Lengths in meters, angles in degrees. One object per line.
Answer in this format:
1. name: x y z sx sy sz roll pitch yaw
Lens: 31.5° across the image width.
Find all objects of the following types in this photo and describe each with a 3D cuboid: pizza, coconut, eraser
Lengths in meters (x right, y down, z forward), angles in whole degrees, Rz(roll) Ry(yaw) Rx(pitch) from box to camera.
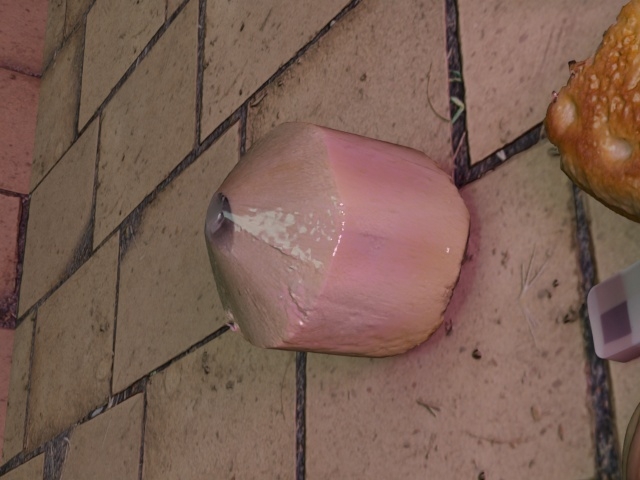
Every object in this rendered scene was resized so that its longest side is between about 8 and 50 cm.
1. pizza: 0.289 -0.116 0.816 0.335 0.086 0.226 -2 81 61
2. coconut: 0.000 0.000 1.137 0.239 0.244 0.239 -34 50 54
3. eraser: 0.254 0.050 0.880 0.105 0.026 0.065 -41 42 49

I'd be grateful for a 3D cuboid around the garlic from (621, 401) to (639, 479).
1. garlic: 0.264 0.120 0.742 0.207 0.115 0.128 -60 26 24
